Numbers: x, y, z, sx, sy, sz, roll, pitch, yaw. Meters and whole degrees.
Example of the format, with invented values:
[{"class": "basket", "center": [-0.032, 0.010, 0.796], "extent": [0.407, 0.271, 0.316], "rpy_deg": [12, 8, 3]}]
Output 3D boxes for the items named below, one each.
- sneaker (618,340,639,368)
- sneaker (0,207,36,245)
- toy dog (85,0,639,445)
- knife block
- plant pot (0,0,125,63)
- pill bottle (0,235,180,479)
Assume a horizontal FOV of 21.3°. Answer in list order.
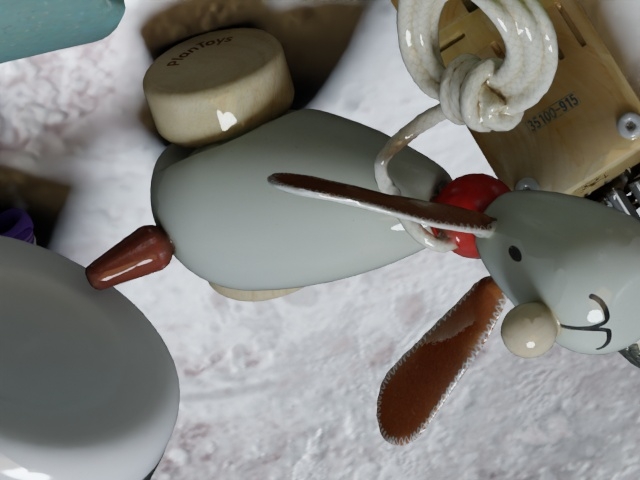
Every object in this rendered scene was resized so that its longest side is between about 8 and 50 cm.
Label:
[{"class": "sneaker", "center": [0.271, 0.037, 1.143], "extent": [0.162, 0.073, 0.063], "rpy_deg": [-22, 145, 10]}, {"class": "sneaker", "center": [-0.248, -0.005, 0.989], "extent": [0.170, 0.068, 0.071], "rpy_deg": [4, 111, -29]}, {"class": "toy dog", "center": [0.000, 0.000, 0.895], "extent": [0.161, 0.334, 0.220], "rpy_deg": [-41, 110, -28]}, {"class": "knife block", "center": [0.133, -0.084, 1.019], "extent": [0.088, 0.242, 0.275], "rpy_deg": [-32, 82, 8]}, {"class": "plant pot", "center": [-0.263, -0.183, 0.691], "extent": [0.334, 0.341, 0.341], "rpy_deg": [-10, 128, -17]}, {"class": "pill bottle", "center": [-0.222, 0.175, 0.971], "extent": [0.188, 0.188, 0.334], "rpy_deg": [13, 124, -23]}]
